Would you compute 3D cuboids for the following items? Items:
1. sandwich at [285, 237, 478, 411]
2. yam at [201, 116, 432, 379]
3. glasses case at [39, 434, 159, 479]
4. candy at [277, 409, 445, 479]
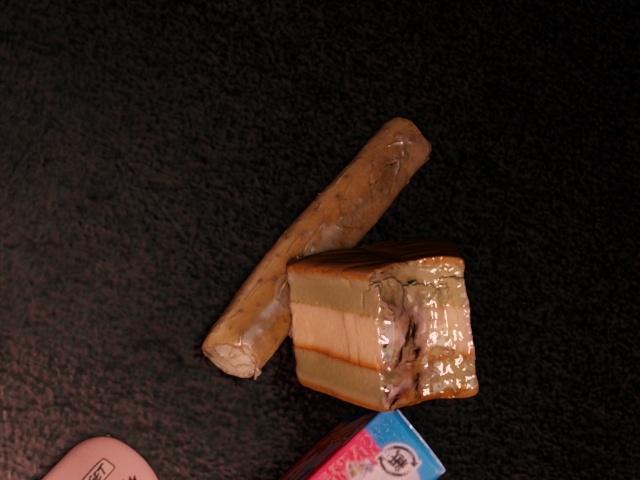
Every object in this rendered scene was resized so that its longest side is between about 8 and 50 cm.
[{"bbox_3d":[0.110,0.084,1.351,0.227,0.198,0.155,-10,99,-33],"label":"sandwich"},{"bbox_3d":[0.000,0.000,1.439,0.083,0.083,0.371,40,68,-5],"label":"yam"},{"bbox_3d":[-0.291,0.334,1.268,0.122,0.075,0.314,44,70,0],"label":"glasses case"},{"bbox_3d":[-0.025,0.311,1.314,0.306,0.157,0.100,-39,91,-22],"label":"candy"}]
